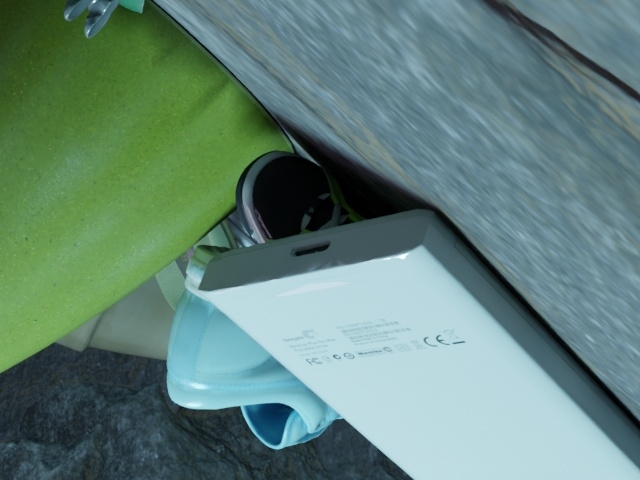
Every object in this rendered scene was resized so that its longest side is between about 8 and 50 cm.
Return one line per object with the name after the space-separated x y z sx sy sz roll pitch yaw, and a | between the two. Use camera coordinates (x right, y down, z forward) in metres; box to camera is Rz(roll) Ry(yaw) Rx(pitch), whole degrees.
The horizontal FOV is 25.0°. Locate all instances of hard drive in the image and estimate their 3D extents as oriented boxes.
0.084 0.097 1.038 0.203 0.040 0.307 -12 137 40 | hard drive

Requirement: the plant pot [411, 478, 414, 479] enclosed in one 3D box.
0.191 0.262 1.284 0.291 0.203 0.291 41 174 5 | plant pot

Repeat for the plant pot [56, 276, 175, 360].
-0.216 0.051 2.131 0.280 0.323 0.323 24 177 -9 | plant pot

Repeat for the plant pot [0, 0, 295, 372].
-0.219 -0.046 1.128 0.275 0.293 0.275 41 175 4 | plant pot

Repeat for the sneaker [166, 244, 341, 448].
-0.006 0.106 1.253 0.135 0.150 0.366 26 -174 42 | sneaker

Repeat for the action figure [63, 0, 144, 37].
-0.225 -0.231 0.951 0.232 0.063 0.137 43 178 9 | action figure

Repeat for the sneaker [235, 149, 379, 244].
0.045 0.012 1.061 0.234 0.084 0.097 41 151 -18 | sneaker

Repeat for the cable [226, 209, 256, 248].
-0.077 -0.010 1.561 0.257 0.089 0.257 43 175 -34 | cable

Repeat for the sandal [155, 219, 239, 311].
-0.167 -0.055 1.322 0.120 0.086 0.303 -21 100 40 | sandal
